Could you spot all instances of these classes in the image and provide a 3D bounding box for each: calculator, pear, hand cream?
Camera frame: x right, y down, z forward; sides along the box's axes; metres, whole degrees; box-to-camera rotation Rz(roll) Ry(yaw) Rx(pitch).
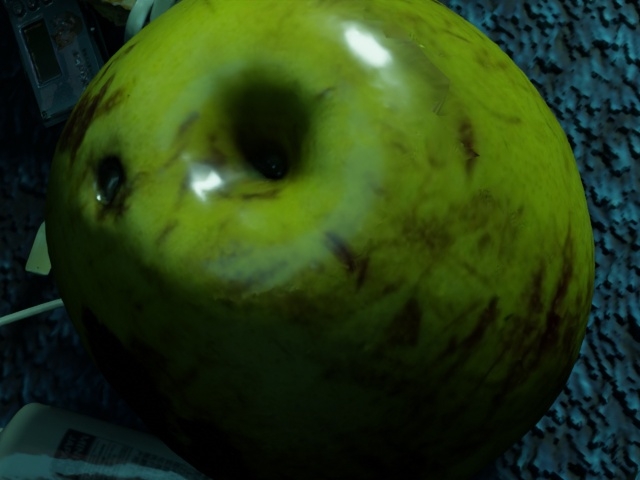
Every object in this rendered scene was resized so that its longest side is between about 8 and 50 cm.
[{"bbox_3d":[-0.174,-0.159,0.924,0.057,0.018,0.172,-22,79,13],"label":"calculator"},{"bbox_3d":[0.000,0.000,0.729,0.283,0.283,0.284,-2,82,15],"label":"pear"},{"bbox_3d":[-0.061,0.171,0.833,0.340,0.078,0.124,20,87,9],"label":"hand cream"}]

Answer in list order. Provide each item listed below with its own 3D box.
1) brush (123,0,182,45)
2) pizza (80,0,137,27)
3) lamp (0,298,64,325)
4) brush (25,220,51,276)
[{"bbox_3d":[-0.041,-0.221,0.836,0.060,0.068,0.297,24,70,22],"label":"brush"},{"bbox_3d":[-0.191,-0.238,0.891,0.287,0.075,0.280,0,77,1],"label":"pizza"},{"bbox_3d":[-0.170,0.046,0.892,0.198,0.056,0.050,-14,77,1],"label":"lamp"},{"bbox_3d":[-0.158,-0.017,0.887,0.016,0.013,0.084,10,64,14],"label":"brush"}]
